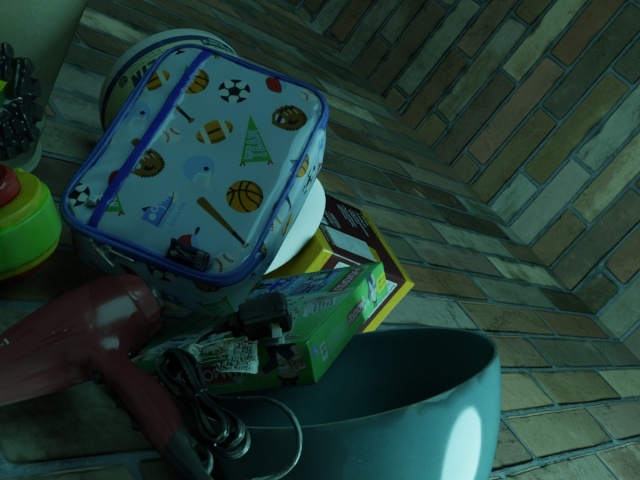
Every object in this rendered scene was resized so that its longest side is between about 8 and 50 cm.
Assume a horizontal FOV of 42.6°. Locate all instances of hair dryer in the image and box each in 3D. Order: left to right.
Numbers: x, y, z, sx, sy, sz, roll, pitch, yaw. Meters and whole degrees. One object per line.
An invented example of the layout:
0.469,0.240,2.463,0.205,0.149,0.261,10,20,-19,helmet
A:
-0.162,0.103,0.679,0.293,0.080,0.224,-3,29,1,hair dryer

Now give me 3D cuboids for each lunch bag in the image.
-0.141,-0.073,0.923,0.243,0.115,0.303,23,61,7,lunch bag

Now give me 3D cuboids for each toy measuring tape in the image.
-0.311,0.019,0.771,0.121,0.121,0.330,28,25,-26,toy measuring tape

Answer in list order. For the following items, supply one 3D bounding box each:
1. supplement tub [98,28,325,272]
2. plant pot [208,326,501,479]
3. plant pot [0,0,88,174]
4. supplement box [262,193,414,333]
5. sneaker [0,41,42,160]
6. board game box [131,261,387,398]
-0.156,-0.123,1.165,0.235,0.235,0.325,15,31,-48,supplement tub
0.043,0.218,0.802,0.290,0.290,0.196,-27,108,-68,plant pot
-0.416,-0.284,0.965,0.333,0.305,0.334,34,21,-15,plant pot
0.005,0.028,1.272,0.194,0.129,0.191,22,26,-38,supplement box
-0.386,-0.093,0.641,0.146,0.134,0.343,-2,7,24,sneaker
-0.061,0.095,0.930,0.317,0.213,0.046,-35,115,-69,board game box
